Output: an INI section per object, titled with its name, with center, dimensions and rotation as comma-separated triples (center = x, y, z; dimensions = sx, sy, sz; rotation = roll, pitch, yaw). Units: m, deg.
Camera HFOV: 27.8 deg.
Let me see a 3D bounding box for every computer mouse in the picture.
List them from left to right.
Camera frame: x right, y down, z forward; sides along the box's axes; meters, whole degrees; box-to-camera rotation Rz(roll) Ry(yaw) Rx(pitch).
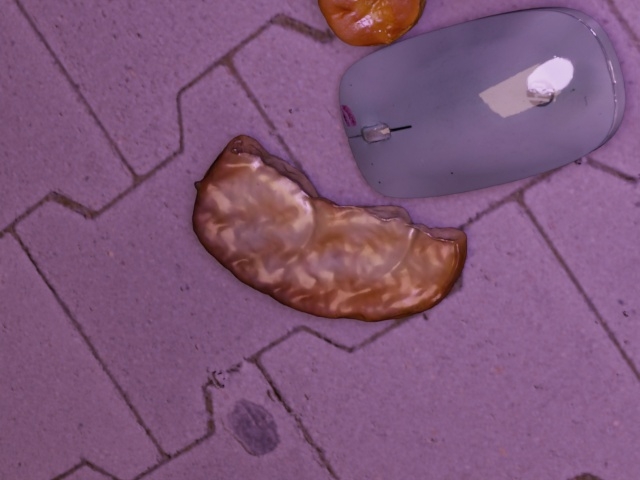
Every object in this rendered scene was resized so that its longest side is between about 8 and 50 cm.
[computer mouse]
center = 0.145, -0.126, 1.228
dimensions = 0.288, 0.097, 0.159
rotation = -12, 102, 25

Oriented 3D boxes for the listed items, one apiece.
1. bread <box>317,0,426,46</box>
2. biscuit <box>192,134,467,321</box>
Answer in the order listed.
[bread]
center = 0.027, -0.303, 1.230
dimensions = 0.102, 0.094, 0.245
rotation = -17, 98, 21
[biscuit]
center = 0.000, 0.004, 1.358
dimensions = 0.299, 0.045, 0.154
rotation = 25, 113, 14
